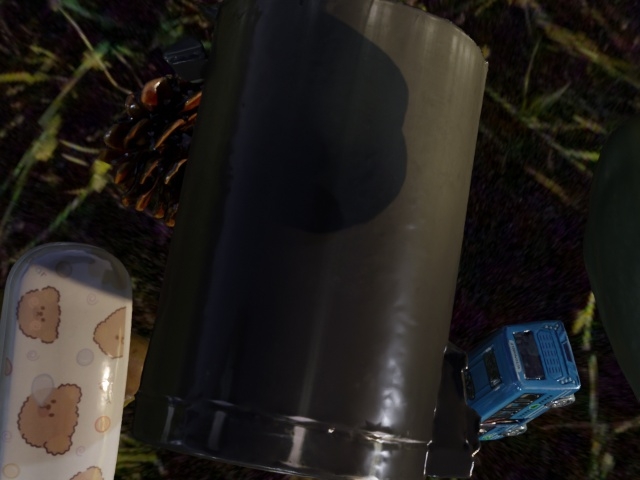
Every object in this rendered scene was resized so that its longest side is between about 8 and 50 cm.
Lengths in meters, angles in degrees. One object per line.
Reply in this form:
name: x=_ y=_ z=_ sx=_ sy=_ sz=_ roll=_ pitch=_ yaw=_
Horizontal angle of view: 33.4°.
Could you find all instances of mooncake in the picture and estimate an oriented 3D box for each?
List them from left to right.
mooncake: x=0.199 y=0.015 z=0.512 sx=0.104 sy=0.168 sz=0.175 roll=-14 pitch=97 yaw=-2

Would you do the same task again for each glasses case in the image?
glasses case: x=-0.134 y=0.082 z=0.545 sx=0.063 sy=0.041 sz=0.164 roll=4 pitch=98 yaw=-29

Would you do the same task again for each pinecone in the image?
pinecone: x=-0.147 y=-0.097 z=1.255 sx=0.207 sy=0.208 sz=0.208 roll=-1 pitch=82 yaw=5

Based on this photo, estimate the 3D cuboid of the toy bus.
toy bus: x=0.269 y=0.212 z=1.577 sx=0.134 sy=0.246 sz=0.114 roll=0 pitch=63 yaw=-23

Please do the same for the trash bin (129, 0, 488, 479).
trash bin: x=0.000 y=0.000 z=0.727 sx=0.252 sy=0.203 sz=0.302 roll=9 pitch=82 yaw=6

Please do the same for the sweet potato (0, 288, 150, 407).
sweet potato: x=-0.358 y=0.139 z=1.329 sx=0.369 sy=0.158 sz=0.158 roll=24 pitch=84 yaw=-22
